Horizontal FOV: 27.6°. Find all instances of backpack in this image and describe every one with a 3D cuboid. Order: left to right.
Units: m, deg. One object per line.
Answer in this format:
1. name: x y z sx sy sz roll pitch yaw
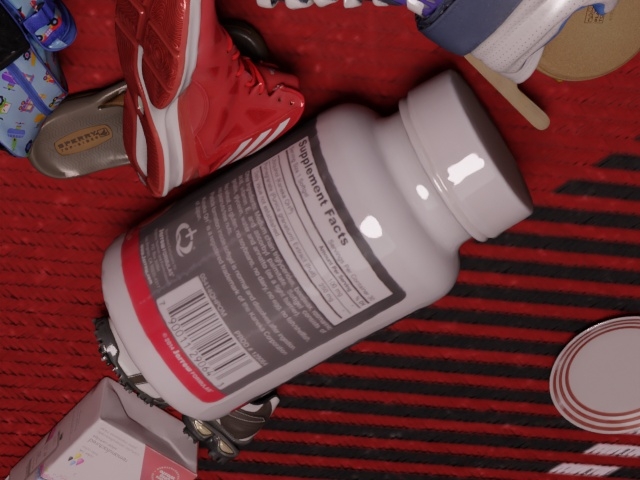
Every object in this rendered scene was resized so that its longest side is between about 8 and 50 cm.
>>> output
1. backpack: -0.242 -0.152 0.944 0.117 0.158 0.173 -37 133 -1

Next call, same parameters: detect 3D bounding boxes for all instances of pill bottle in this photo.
1. pill bottle: 0.000 0.000 1.039 0.319 0.176 0.176 -30 120 16

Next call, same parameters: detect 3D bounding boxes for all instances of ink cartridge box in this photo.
1. ink cartridge box: -0.222 0.235 1.248 0.115 0.067 0.198 35 116 -23

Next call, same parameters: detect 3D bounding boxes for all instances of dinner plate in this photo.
1. dinner plate: 0.285 0.125 1.232 0.141 0.017 0.141 -2 124 -2

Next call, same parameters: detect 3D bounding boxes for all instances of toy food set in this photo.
1. toy food set: 0.205 -0.186 1.015 0.192 0.038 0.132 -40 123 12

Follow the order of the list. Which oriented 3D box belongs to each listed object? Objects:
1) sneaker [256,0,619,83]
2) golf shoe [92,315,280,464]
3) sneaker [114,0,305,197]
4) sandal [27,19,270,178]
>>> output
1. sneaker: 0.050 -0.182 0.920 0.323 0.130 0.236 -19 122 28
2. golf shoe: -0.119 0.114 1.178 0.094 0.077 0.198 -40 124 9
3. sneaker: -0.074 -0.133 0.941 0.128 0.087 0.221 -23 154 -27
4. sandal: -0.139 -0.100 1.034 0.219 0.060 0.090 -20 122 9
